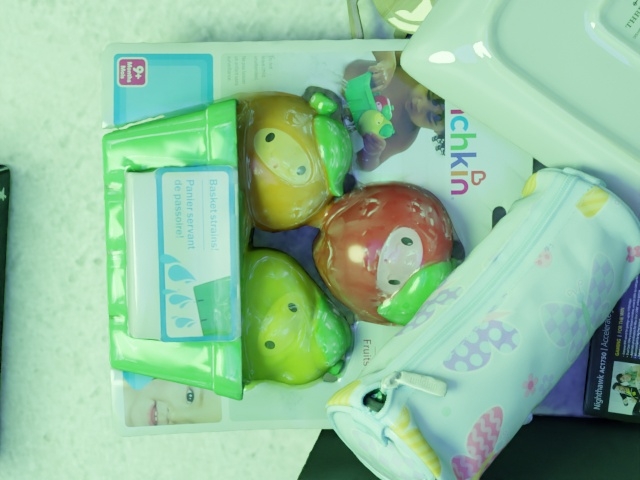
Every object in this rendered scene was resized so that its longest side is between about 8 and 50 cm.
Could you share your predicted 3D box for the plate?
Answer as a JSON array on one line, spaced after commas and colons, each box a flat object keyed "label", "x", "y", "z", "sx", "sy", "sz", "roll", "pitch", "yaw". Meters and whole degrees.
[{"label": "plate", "x": 0.248, "y": -0.173, "z": 0.834, "sx": 0.278, "sy": 0.045, "sz": 0.277, "roll": 34, "pitch": 91, "yaw": -3}]

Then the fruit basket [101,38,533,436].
[{"label": "fruit basket", "x": 0.000, "y": 0.000, "z": 0.887, "sx": 0.353, "sy": 0.165, "sz": 0.326, "roll": 0, "pitch": 96, "yaw": 3}]

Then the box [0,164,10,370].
[{"label": "box", "x": -0.454, "y": 0.067, "z": 0.973, "sx": 0.294, "sy": 0.183, "sz": 0.296, "roll": 7, "pitch": 102, "yaw": 7}]

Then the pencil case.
[{"label": "pencil case", "x": 0.125, "y": 0.067, "z": 0.807, "sx": 0.273, "sy": 0.113, "sz": 0.124, "roll": -45, "pitch": 126, "yaw": -22}]

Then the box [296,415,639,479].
[{"label": "box", "x": 0.165, "y": 0.318, "z": 0.907, "sx": 0.343, "sy": 0.179, "sz": 0.312, "roll": 1, "pitch": 101, "yaw": 10}]

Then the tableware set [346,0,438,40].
[{"label": "tableware set", "x": 0.079, "y": -0.264, "z": 0.890, "sx": 0.128, "sy": 0.039, "sz": 0.194, "roll": -7, "pitch": 94, "yaw": 21}]

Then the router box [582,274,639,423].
[{"label": "router box", "x": 0.293, "y": 0.064, "z": 0.902, "sx": 0.133, "sy": 0.046, "sz": 0.178, "roll": 7, "pitch": 101, "yaw": 14}]
